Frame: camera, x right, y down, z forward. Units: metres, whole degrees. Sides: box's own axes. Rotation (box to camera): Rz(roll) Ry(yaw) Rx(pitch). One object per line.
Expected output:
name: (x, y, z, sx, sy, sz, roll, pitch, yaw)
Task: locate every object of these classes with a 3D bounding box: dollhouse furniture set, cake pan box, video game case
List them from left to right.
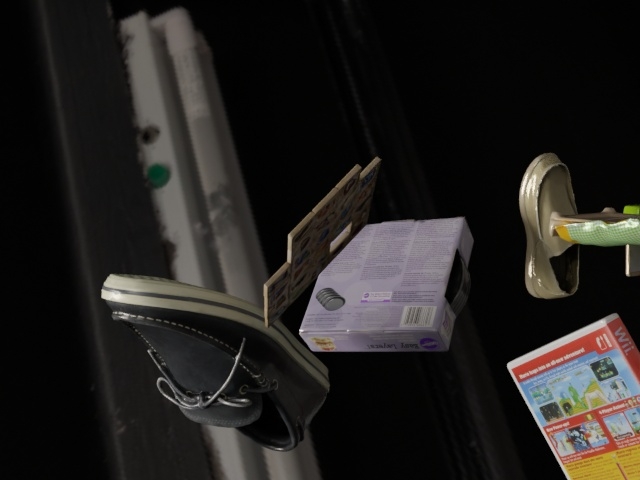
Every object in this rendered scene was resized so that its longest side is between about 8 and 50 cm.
cake pan box: (0.120, 0.074, 1.759, 0.070, 0.266, 0.246, 58, -143, -42)
video game case: (0.326, 0.234, 1.115, 0.025, 0.204, 0.285, -23, -100, -26)
dollhouse furniture set: (0.220, 0.009, 0.664, 0.151, 0.076, 0.059, -5, -83, -35)

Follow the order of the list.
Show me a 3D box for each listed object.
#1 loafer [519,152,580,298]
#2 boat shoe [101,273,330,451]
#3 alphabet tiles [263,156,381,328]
loafer: (0.409, -0.020, 1.779, 0.101, 0.092, 0.269, -23, -64, -32)
boat shoe: (-0.137, 0.180, 1.454, 0.500, 0.186, 0.156, 46, -124, -55)
alphabet tiles: (0.000, 0.000, 1.246, 0.009, 0.237, 0.198, 40, -108, 13)
